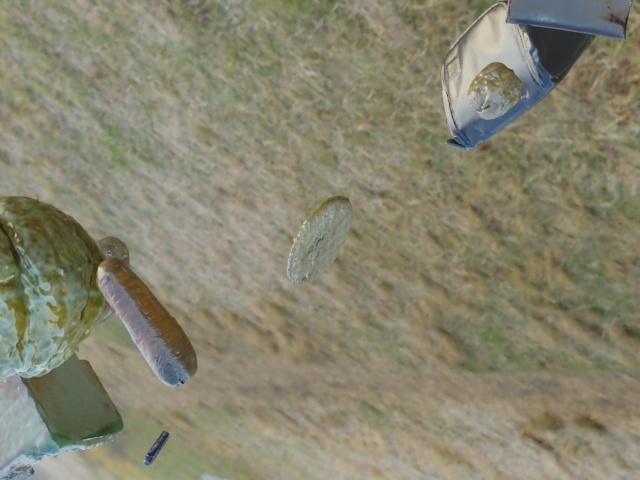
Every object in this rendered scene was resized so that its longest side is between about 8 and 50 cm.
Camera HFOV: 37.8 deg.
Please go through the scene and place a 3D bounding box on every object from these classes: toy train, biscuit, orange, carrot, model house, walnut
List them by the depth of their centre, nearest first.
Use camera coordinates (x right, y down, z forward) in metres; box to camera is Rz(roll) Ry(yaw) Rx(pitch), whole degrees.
[{"bbox_3d":[-0.216,0.098,1.162,0.186,0.060,0.060,55,159,6],"label":"carrot"},{"bbox_3d":[-0.433,0.063,1.390,0.211,0.270,0.369,-14,172,5],"label":"orange"},{"bbox_3d":[0.287,-0.246,1.531,0.079,0.096,0.082,41,166,-3],"label":"walnut"},{"bbox_3d":[-0.306,0.388,1.746,0.017,0.083,0.017,23,123,7],"label":"toy train"},{"bbox_3d":[0.001,0.001,1.976,0.033,0.219,0.219,29,159,23],"label":"biscuit"},{"bbox_3d":[-0.631,0.399,1.991,0.245,0.280,0.312,54,-169,13],"label":"model house"}]

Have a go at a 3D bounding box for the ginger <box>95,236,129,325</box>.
[{"bbox_3d":[-0.507,0.113,1.947,0.155,0.245,0.304,48,-160,-2],"label":"ginger"}]

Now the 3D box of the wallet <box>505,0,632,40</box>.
[{"bbox_3d":[0.363,-0.349,1.359,0.176,0.095,0.026,8,-175,3],"label":"wallet"}]

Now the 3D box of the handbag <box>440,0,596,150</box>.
[{"bbox_3d":[0.340,-0.337,1.734,0.178,0.275,0.302,45,146,-5],"label":"handbag"}]
